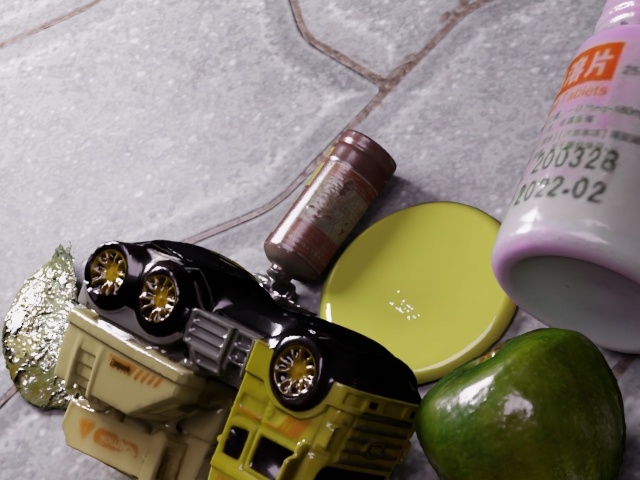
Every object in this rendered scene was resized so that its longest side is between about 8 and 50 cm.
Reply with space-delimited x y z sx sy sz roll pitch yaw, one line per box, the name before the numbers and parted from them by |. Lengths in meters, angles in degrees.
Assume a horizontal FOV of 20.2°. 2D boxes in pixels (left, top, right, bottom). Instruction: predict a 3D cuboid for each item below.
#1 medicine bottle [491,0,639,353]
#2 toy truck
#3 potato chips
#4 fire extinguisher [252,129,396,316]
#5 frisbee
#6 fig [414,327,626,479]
medicine bottle | 0.334 -0.099 1.809 0.219 0.219 0.388 10 63 32
toy truck | -0.101 0.159 1.854 0.405 0.180 0.254 24 95 36
potato chips | -0.288 0.098 2.104 0.202 0.029 0.220 -45 51 -6
fire extinguisher | -0.006 -0.005 1.994 0.252 0.075 0.106 -54 24 -14
frisbee | 0.106 0.053 1.946 0.236 0.017 0.236 -13 52 18
fig | 0.216 0.210 1.710 0.203 0.203 0.235 -32 88 3
